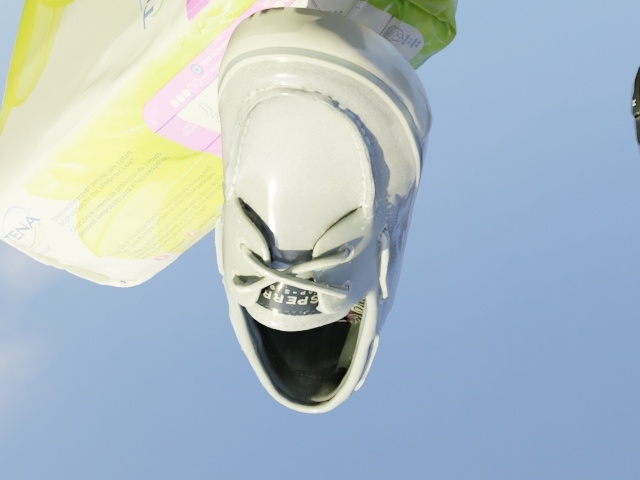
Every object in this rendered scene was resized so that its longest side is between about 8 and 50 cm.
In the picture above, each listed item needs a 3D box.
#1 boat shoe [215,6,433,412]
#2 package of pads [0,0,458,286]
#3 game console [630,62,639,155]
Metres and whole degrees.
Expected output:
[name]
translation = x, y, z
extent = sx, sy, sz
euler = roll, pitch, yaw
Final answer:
[boat shoe]
translation = -0.001, 0.000, 0.735
extent = 0.079, 0.227, 0.081
euler = 8, -119, 7
[package of pads]
translation = -0.046, -0.128, 0.888
extent = 0.296, 0.101, 0.229
euler = -35, -141, 47
[game console]
translation = 0.158, -0.057, 0.609
extent = 0.213, 0.361, 0.044
euler = -12, 175, -16
